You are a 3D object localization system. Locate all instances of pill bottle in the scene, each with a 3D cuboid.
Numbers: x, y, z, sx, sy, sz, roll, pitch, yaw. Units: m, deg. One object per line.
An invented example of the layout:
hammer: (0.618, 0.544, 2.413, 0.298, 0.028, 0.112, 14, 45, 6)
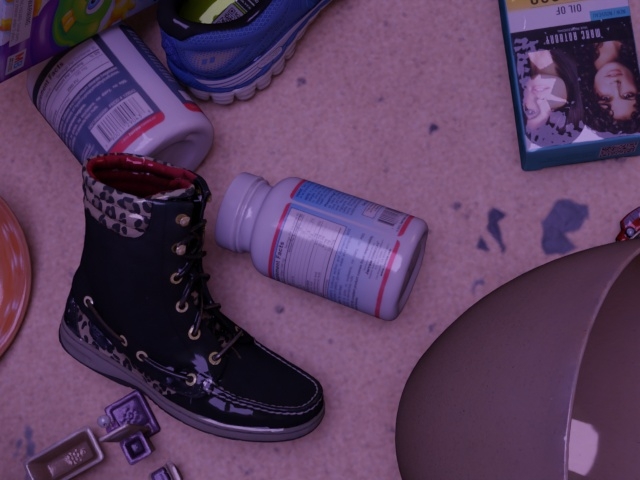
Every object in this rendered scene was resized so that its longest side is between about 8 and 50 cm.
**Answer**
pill bottle: (0.000, 0.000, 0.891, 0.160, 0.087, 0.087, 20, 83, 12)
pill bottle: (-0.184, -0.126, 0.933, 0.108, 0.108, 0.180, -40, 75, -1)

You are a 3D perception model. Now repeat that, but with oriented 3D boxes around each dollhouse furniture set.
dollhouse furniture set: (-0.186, 0.184, 0.885, 0.114, 0.081, 0.091, -30, 76, 2)

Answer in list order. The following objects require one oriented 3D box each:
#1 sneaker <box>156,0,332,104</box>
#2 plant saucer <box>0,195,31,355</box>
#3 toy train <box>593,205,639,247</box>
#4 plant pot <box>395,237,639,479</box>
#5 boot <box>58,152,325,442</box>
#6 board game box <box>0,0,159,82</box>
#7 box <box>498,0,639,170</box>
sneaker: (-0.012, -0.263, 0.915, 0.130, 0.147, 0.330, 38, 86, 13)
plant saucer: (-0.340, 0.032, 0.907, 0.037, 0.200, 0.200, 9, 77, 53)
toy train: (0.259, -0.008, 0.886, 0.158, 0.027, 0.036, -40, 65, 0)
plant pot: (0.165, 0.140, 0.770, 0.191, 0.284, 0.284, -2, 76, 43)
boot: (-0.097, 0.046, 0.854, 0.236, 0.085, 0.179, 21, 123, 15)
board game box: (-0.206, -0.259, 0.870, 0.144, 0.142, 0.275, 32, 42, 13)
box: (0.201, -0.187, 0.911, 0.100, 0.060, 0.244, -8, 78, 7)
